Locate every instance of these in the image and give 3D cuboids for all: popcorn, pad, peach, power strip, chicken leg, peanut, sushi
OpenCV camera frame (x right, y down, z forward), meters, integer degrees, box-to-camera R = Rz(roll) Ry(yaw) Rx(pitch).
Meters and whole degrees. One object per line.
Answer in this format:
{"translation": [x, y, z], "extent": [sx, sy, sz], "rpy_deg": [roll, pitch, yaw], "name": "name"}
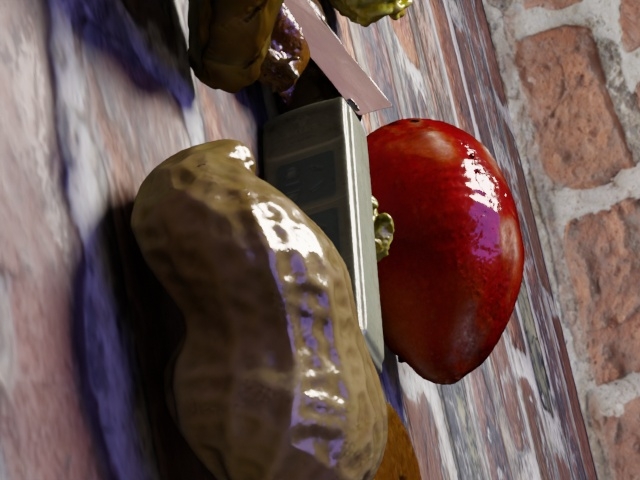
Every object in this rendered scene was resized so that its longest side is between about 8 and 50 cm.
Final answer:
{"translation": [0.060, -0.275, 1.581], "extent": [0.116, 0.121, 0.106], "rpy_deg": [60, 17, -69], "name": "popcorn"}
{"translation": [-0.013, -0.178, 1.261], "extent": [0.188, 0.006, 0.113], "rpy_deg": [51, 20, 5], "name": "pad"}
{"translation": [0.110, -0.003, 1.446], "extent": [0.154, 0.159, 0.267], "rpy_deg": [50, 29, -48], "name": "peach"}
{"translation": [-0.001, 0.000, 1.131], "extent": [0.052, 0.078, 0.272], "rpy_deg": [58, 22, -45], "name": "power strip"}
{"translation": [-0.007, -0.149, 1.319], "extent": [0.085, 0.069, 0.198], "rpy_deg": [31, 33, -38], "name": "chicken leg"}
{"translation": [-0.034, 0.050, 0.875], "extent": [0.197, 0.110, 0.233], "rpy_deg": [4, 73, -73], "name": "peanut"}
{"translation": [-0.047, -0.154, 1.175], "extent": [0.060, 0.061, 0.118], "rpy_deg": [-50, 117, -21], "name": "sushi"}
{"translation": [0.026, -0.008, 1.289], "extent": [0.068, 0.059, 0.083], "rpy_deg": [25, -46, 53], "name": "popcorn"}

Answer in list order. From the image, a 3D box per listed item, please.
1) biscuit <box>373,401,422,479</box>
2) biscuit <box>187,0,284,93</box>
{"translation": [0.040, 0.280, 1.005], "extent": [0.381, 0.074, 0.359], "rpy_deg": [-95, 165, -45], "name": "biscuit"}
{"translation": [-0.048, -0.268, 1.025], "extent": [0.329, 0.078, 0.335], "rpy_deg": [-99, -165, -67], "name": "biscuit"}
